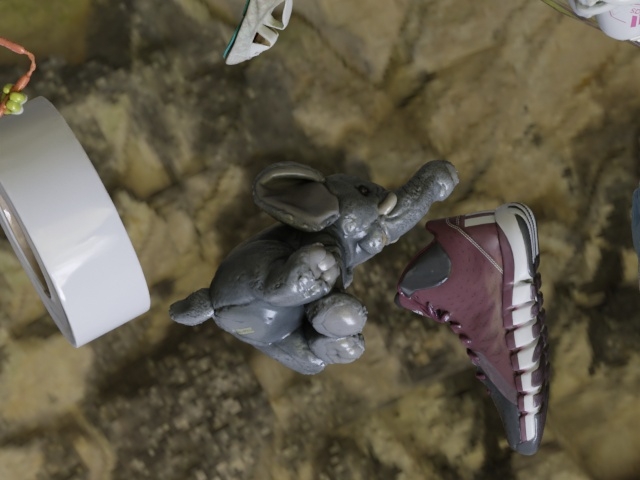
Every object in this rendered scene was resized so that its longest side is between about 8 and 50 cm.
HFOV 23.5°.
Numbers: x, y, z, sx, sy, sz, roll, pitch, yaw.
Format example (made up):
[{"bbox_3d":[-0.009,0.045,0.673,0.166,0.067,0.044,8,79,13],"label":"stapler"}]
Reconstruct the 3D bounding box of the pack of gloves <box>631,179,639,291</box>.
[{"bbox_3d":[0.460,-0.041,1.998,0.046,0.195,0.232,10,-134,-7],"label":"pack of gloves"}]

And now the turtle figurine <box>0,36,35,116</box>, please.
[{"bbox_3d":[-0.431,-0.124,1.689,0.269,0.217,0.087,3,-177,13],"label":"turtle figurine"}]

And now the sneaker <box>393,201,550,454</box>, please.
[{"bbox_3d":[0.165,0.099,1.705,0.162,0.281,0.106,-3,-172,15],"label":"sneaker"}]

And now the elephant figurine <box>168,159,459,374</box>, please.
[{"bbox_3d":[0.000,0.000,1.513,0.169,0.186,0.239,-37,-154,48],"label":"elephant figurine"}]

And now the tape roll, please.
[{"bbox_3d":[-0.305,-0.020,1.788,0.100,0.286,0.286,-28,-143,-15],"label":"tape roll"}]

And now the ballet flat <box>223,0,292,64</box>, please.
[{"bbox_3d":[-0.067,-0.242,1.733,0.052,0.168,0.057,31,-123,0],"label":"ballet flat"}]

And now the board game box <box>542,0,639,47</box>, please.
[{"bbox_3d":[0.275,-0.313,1.836,0.056,0.208,0.347,-63,-163,10],"label":"board game box"}]

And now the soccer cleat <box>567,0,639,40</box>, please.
[{"bbox_3d":[0.197,-0.216,1.043,0.116,0.331,0.143,-10,-96,25],"label":"soccer cleat"}]
